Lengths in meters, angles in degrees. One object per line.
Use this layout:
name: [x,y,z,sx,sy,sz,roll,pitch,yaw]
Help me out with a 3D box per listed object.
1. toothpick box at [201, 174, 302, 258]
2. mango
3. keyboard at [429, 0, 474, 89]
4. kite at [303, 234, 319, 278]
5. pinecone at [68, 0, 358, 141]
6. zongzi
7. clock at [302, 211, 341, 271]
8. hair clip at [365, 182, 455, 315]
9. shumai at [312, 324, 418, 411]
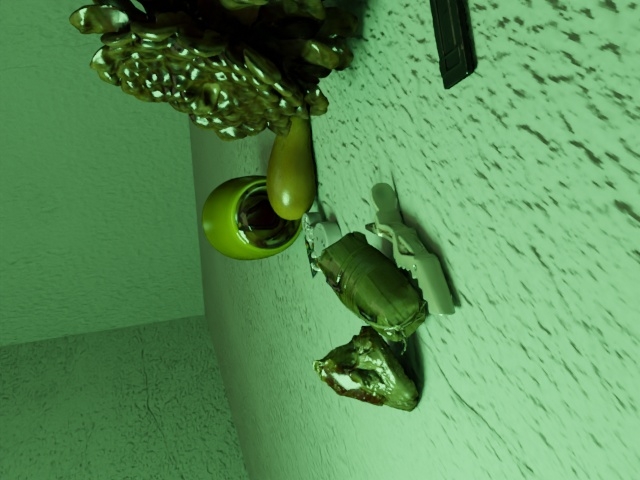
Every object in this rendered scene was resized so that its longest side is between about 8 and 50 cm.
toothpick box: [-0.130,-0.045,1.492,0.271,0.174,0.175,180,82,-72]
mango: [-0.052,-0.128,1.318,0.102,0.084,0.184,-168,77,-74]
keyboard: [0.117,-0.252,0.727,0.061,0.013,0.205,162,100,-76]
kite: [-0.017,0.033,1.419,0.122,0.004,0.090,-117,23,-53]
pinecone: [-0.117,-0.332,0.989,0.384,0.384,0.385,172,90,-76]
zongzi: [0.091,0.095,0.964,0.189,0.081,0.178,46,171,40]
clock: [0.000,0.000,1.264,0.129,0.041,0.087,-133,41,-59]
hair clip: [0.103,0.006,0.878,0.226,0.034,0.072,-121,28,-56]
shumai: [0.066,0.180,0.985,0.123,0.105,0.139,57,-165,20]
